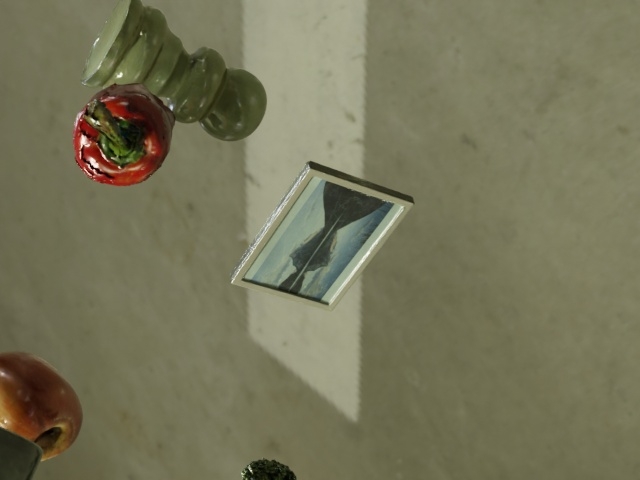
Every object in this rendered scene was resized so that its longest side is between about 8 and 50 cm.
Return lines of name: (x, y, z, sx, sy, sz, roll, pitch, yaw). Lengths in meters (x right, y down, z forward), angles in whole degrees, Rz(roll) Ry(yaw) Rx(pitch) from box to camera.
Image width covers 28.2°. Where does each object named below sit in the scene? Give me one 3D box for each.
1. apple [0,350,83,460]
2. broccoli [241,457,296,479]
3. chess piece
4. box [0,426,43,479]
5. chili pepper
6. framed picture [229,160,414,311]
apple: (-0.490, 0.270, 2.079, 0.199, 0.199, 0.199, 34, 138, 38)
broccoli: (-0.067, 0.359, 1.821, 0.092, 0.095, 0.097, -126, 32, -48)
chess piece: (-0.193, -0.226, 1.796, 0.251, 0.144, 0.144, 28, 157, -22)
box: (-0.604, 0.238, 1.616, 0.396, 0.111, 0.396, 33, 151, -34)
chili pepper: (-0.220, -0.123, 1.434, 0.387, 0.110, 0.110, -118, 8, -79)
framed picture: (0.000, 0.000, 1.540, 0.203, 0.150, 0.015, -53, 32, 32)
